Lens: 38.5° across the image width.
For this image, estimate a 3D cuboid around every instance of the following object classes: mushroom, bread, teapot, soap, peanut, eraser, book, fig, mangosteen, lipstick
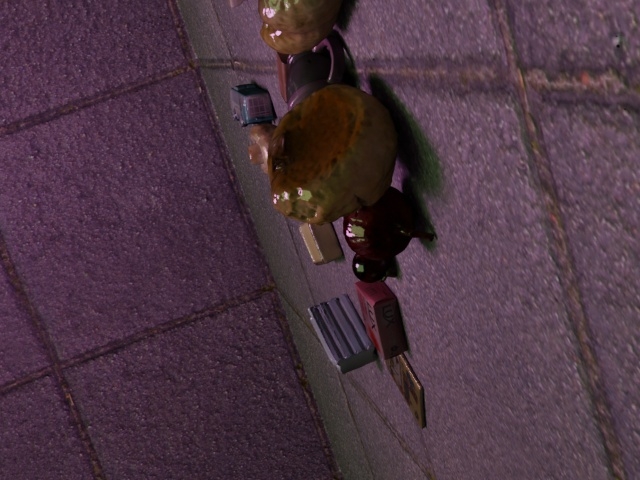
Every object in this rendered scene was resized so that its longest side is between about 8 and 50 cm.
[{"bbox_3d":[-0.132,-0.238,2.386,0.148,0.112,0.148,165,90,-87],"label":"mushroom"},{"bbox_3d":[0.020,-0.124,1.438,0.134,0.244,0.244,42,-167,-44],"label":"bread"},{"bbox_3d":[-0.012,-0.285,1.598,0.148,0.116,0.146,77,179,-59],"label":"teapot"},{"bbox_3d":[0.055,0.237,2.335,0.063,0.114,0.198,78,169,-46],"label":"soap"},{"bbox_3d":[-0.036,-0.377,1.455,0.253,0.137,0.122,110,140,-80],"label":"peanut"},{"bbox_3d":[0.000,0.000,2.302,0.172,0.058,0.117,159,90,-81],"label":"eraser"},{"bbox_3d":[0.185,0.301,2.037,0.168,0.013,0.192,80,165,-48],"label":"book"},{"bbox_3d":[0.104,-0.017,1.491,0.150,0.128,0.128,57,166,28],"label":"fig"},{"bbox_3d":[0.100,0.047,1.769,0.081,0.081,0.081,159,90,-81],"label":"mangosteen"},{"bbox_3d":[-0.066,-0.353,1.952,0.145,0.045,0.045,87,162,-64],"label":"lipstick"}]

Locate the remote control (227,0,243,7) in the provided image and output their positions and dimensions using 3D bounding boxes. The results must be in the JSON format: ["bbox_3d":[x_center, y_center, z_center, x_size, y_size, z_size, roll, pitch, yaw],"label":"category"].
[{"bbox_3d":[-0.242,-0.674,2.256,0.090,0.049,0.230,84,162,-59],"label":"remote control"}]

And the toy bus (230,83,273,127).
[{"bbox_3d":[-0.192,-0.372,2.535,0.262,0.091,0.109,-138,39,-68],"label":"toy bus"}]

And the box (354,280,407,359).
[{"bbox_3d":[0.128,0.162,1.924,0.111,0.060,0.156,-129,19,-58],"label":"box"}]
